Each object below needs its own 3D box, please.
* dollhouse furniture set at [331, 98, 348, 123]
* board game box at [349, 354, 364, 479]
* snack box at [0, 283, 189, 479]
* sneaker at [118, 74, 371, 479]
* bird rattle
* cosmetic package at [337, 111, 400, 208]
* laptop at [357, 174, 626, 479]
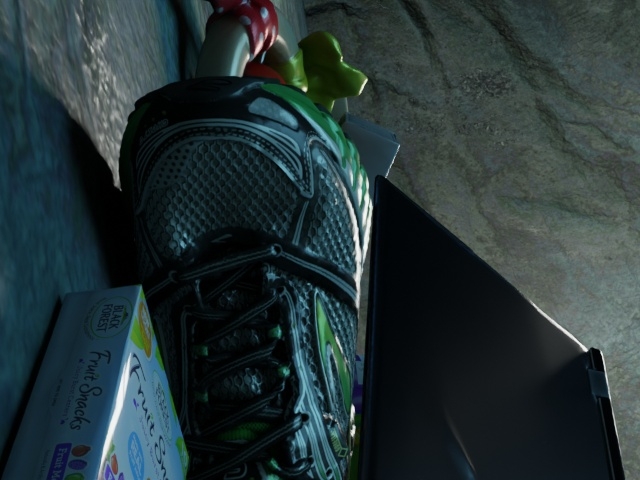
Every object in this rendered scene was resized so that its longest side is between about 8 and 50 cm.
[{"bbox_3d":[-0.034,-0.155,1.463,0.259,0.135,0.262,113,-28,-73],"label":"dollhouse furniture set"},{"bbox_3d":[0.041,0.256,0.926,0.144,0.142,0.275,-40,-130,53],"label":"board game box"},{"bbox_3d":[-0.083,0.097,0.395,0.141,0.037,0.100,-93,176,-60],"label":"snack box"},{"bbox_3d":[-0.030,0.069,0.562,0.146,0.134,0.343,-92,174,-55],"label":"sneaker"},{"bbox_3d":[-0.049,-0.141,0.866,0.253,0.143,0.207,66,33,-69],"label":"bird rattle"},{"bbox_3d":[0.000,0.000,0.984,0.099,0.060,0.239,-75,-172,-79],"label":"cosmetic package"},{"bbox_3d":[0.110,0.239,0.783,0.382,0.236,0.408,-83,-177,-50],"label":"laptop"}]
